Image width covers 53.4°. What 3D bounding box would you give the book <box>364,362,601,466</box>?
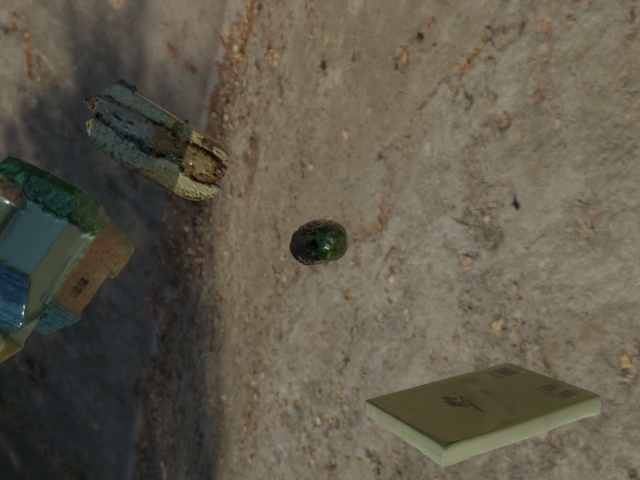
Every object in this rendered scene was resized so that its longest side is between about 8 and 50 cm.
[{"bbox_3d":[0.091,0.096,0.365,0.077,0.110,0.014,9,106,63],"label":"book"}]

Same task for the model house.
[{"bbox_3d":[-0.522,0.061,1.116,0.267,0.194,0.325,86,-151,-68],"label":"model house"}]

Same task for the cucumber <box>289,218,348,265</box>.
[{"bbox_3d":[0.000,0.001,1.005,0.241,0.074,0.075,162,108,-79],"label":"cucumber"}]

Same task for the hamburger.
[{"bbox_3d":[-0.336,-0.205,1.359,0.282,0.245,0.155,34,95,17],"label":"hamburger"}]
